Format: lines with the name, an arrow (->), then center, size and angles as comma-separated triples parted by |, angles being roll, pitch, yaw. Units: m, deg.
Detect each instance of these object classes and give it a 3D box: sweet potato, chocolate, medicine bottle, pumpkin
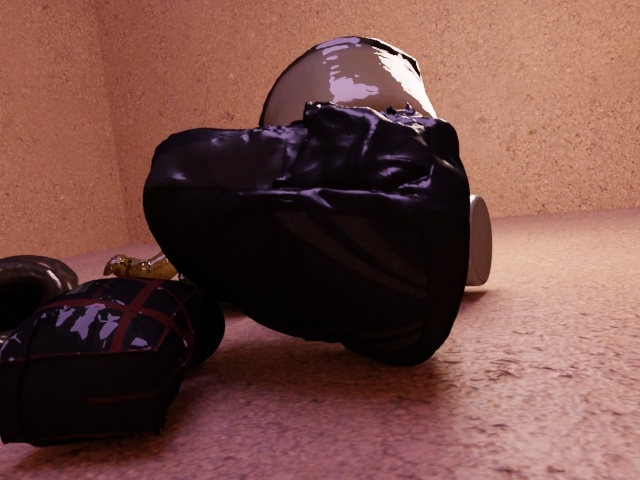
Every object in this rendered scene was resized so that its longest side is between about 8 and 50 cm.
sweet potato -> -0.501, 0.072, 1.620 | 0.310, 0.124, 0.098 | -23, 3, -40
chocolate -> 0.061, -0.143, 0.945 | 0.314, 0.297, 0.326 | -14, -40, 3
medicine bottle -> 0.160, 0.006, 1.105 | 0.340, 0.208, 0.208 | -3, 6, 31
pumpkin -> -0.222, 0.122, 0.780 | 0.167, 0.125, 0.167 | -2, -4, 0

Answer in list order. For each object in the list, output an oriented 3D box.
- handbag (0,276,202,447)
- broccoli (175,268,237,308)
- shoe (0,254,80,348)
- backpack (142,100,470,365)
handbag -> -0.224, 0.123, 0.591 | 0.170, 0.155, 0.215 | 0, 14, -2
broccoli -> -0.179, 0.019, 1.154 | 0.270, 0.270, 0.270 | 14, 19, -5
shoe -> -0.561, 0.112, 0.998 | 0.237, 0.171, 0.384 | -11, 5, 22
backpack -> -0.028, -0.020, 0.715 | 0.446, 0.363, 0.254 | 10, 47, 16
